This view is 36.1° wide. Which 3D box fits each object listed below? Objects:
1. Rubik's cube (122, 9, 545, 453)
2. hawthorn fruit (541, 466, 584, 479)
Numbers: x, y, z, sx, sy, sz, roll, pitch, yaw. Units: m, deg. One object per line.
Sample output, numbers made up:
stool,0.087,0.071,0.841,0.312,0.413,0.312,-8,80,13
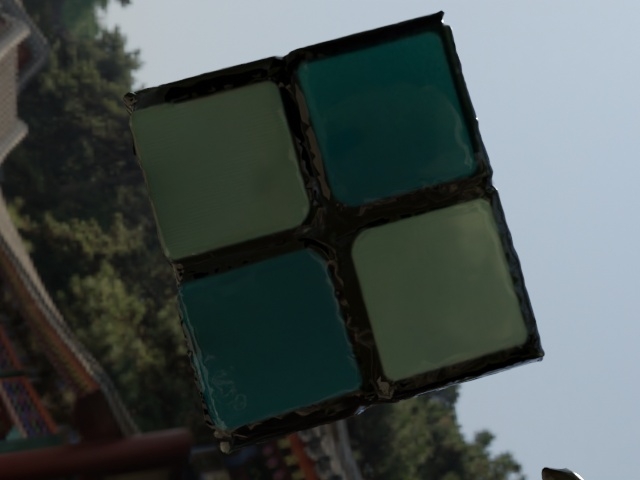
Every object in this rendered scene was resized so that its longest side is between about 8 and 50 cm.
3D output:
Rubik's cube,0.001,0.000,0.542,0.180,0.167,0.184,120,-47,-83
hawthorn fruit,0.230,0.238,0.424,0.369,0.284,0.285,43,-38,11
